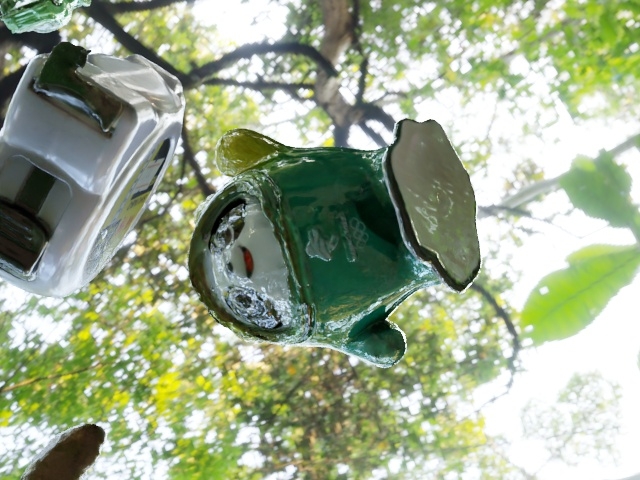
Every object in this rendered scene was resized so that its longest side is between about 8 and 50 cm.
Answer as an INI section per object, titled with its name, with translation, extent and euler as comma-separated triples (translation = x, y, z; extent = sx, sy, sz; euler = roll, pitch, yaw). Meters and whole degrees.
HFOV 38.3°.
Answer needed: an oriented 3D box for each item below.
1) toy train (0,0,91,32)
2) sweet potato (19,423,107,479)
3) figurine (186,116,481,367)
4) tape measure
[toy train]
translation = -0.378, -0.326, 1.273
extent = 0.149, 0.099, 0.081
euler = -87, -22, -52
[sweet potato]
translation = -0.093, 0.165, 0.295
extent = 0.050, 0.050, 0.214
euler = -3, -79, -38
[figurine]
translation = 0.000, 0.000, 1.084
extent = 0.231, 0.340, 0.323
euler = -17, -90, -56
[tape measure]
translation = -0.175, -0.050, 0.635
extent = 0.105, 0.178, 0.196
euler = 30, -172, -3
